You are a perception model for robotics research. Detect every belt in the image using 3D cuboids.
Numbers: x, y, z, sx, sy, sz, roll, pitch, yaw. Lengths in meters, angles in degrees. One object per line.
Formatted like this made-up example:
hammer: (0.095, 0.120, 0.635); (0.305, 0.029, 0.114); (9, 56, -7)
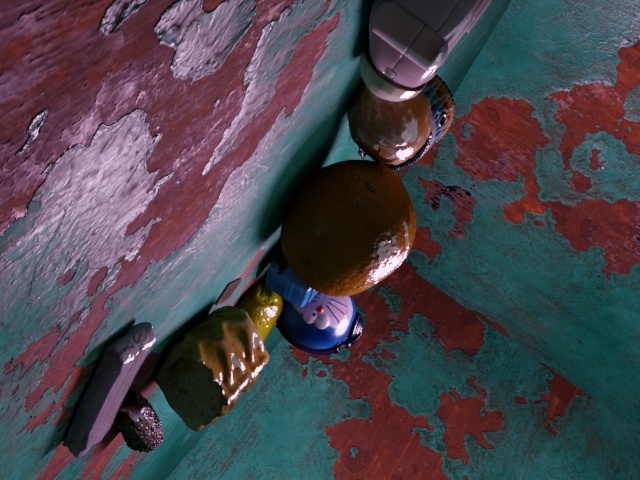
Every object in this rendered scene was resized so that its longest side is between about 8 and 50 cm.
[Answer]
belt: (0.222, -0.312, 1.988); (0.160, 0.207, 0.295); (-48, 168, -31)

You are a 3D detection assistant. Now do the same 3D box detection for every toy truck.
toy truck: (0.000, 0.000, 2.188); (0.385, 0.162, 0.161); (-51, 171, -28)

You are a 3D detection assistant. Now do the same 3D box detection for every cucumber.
cucumber: (-0.400, 0.390, 1.684); (0.096, 0.096, 0.359); (-51, 170, -24)

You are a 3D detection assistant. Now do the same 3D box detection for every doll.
doll: (0.003, 0.186, 2.314); (0.240, 0.284, 0.310); (112, -5, -66)

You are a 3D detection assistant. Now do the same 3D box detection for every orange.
orange: (0.064, -0.025, 1.888); (0.322, 0.322, 0.357); (-49, 178, -38)

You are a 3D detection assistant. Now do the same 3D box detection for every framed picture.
framed picture: (-0.226, 0.125, 1.896); (0.066, 0.006, 0.089); (-56, 173, 13)

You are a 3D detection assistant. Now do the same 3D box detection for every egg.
egg: (0.157, -0.282, 1.758); (0.195, 0.195, 0.233); (-51, 156, -24)

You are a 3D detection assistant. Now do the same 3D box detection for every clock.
clock: (0.209, -0.433, 1.450); (0.342, 0.184, 0.326); (-49, 177, -1)

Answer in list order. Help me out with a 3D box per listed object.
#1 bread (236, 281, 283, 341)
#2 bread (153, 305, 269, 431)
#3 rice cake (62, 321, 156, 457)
bread: (-0.227, 0.288, 2.245); (0.383, 0.112, 0.166); (-57, 174, 21)
bread: (-0.248, 0.294, 1.793); (0.238, 0.196, 0.252); (-58, 176, 34)
rice cake: (-0.378, 0.270, 1.372); (0.298, 0.050, 0.106); (-58, 172, 32)
